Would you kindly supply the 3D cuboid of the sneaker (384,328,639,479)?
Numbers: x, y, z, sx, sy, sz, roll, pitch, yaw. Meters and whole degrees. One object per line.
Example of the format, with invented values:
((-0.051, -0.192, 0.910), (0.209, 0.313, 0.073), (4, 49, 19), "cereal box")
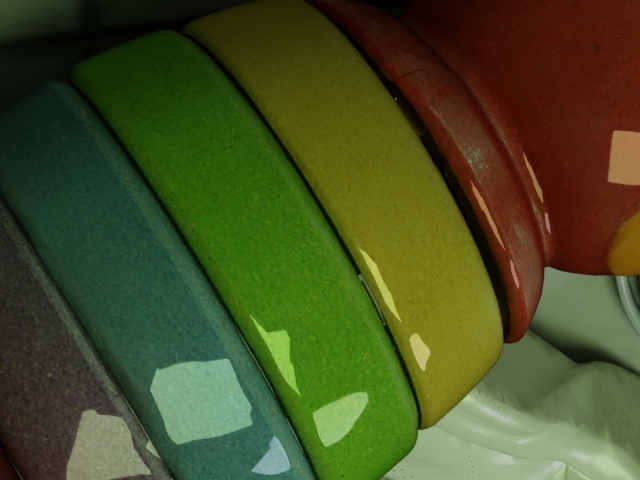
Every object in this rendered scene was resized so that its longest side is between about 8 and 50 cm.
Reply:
((0.081, 0.093, 0.730), (0.212, 0.080, 0.094), (33, 122, -30), "sneaker")

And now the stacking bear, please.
((0.000, 0.000, 0.558), (0.289, 0.164, 0.175), (-31, 151, -9), "stacking bear")

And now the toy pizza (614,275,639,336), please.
((0.207, -0.017, 0.708), (0.201, 0.032, 0.201), (-11, 130, -13), "toy pizza")
